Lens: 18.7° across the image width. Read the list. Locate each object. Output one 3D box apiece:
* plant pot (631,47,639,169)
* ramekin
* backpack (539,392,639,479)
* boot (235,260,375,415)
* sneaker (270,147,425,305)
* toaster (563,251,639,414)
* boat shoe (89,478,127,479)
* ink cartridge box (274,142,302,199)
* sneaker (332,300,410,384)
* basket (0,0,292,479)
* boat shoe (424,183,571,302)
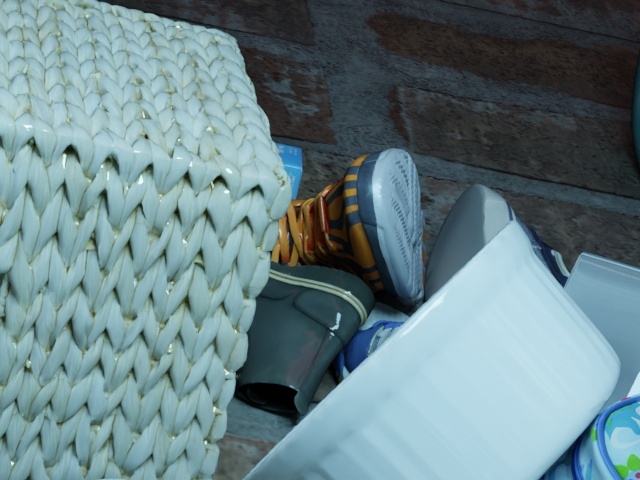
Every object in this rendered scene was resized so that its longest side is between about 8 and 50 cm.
[{"bbox_3d":[0.506,-0.157,2.320,0.293,0.235,0.293,11,23,-5],"label":"plant pot"},{"bbox_3d":[0.082,0.128,1.364,0.135,0.277,0.277,46,28,3],"label":"ramekin"},{"bbox_3d":[0.291,0.257,1.297,0.290,0.273,0.355,-14,23,-37],"label":"backpack"},{"bbox_3d":[-0.067,0.083,1.671,0.198,0.077,0.137,0,44,36],"label":"boot"},{"bbox_3d":[0.000,0.000,1.743,0.180,0.125,0.321,1,-15,5],"label":"sneaker"},{"bbox_3d":[0.241,0.111,1.565,0.110,0.186,0.168,20,-20,20],"label":"toaster"},{"bbox_3d":[-0.105,0.217,1.340,0.183,0.065,0.083,10,19,-15],"label":"boat shoe"},{"bbox_3d":[-0.116,-0.053,1.895,0.180,0.104,0.060,12,24,-7],"label":"ink cartridge box"},{"bbox_3d":[0.099,0.107,1.628,0.112,0.131,0.296,2,25,-23],"label":"sneaker"},{"bbox_3d":[-0.200,0.004,1.443,0.266,0.328,0.331,10,23,-15],"label":"basket"},{"bbox_3d":[0.201,0.066,1.826,0.158,0.127,0.340,26,21,-14],"label":"boat shoe"}]
